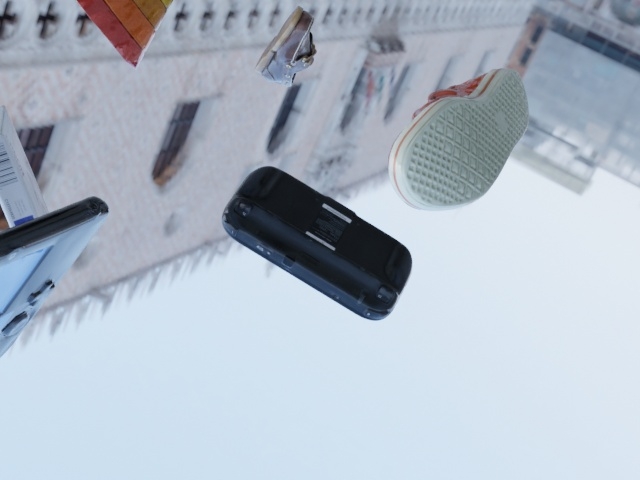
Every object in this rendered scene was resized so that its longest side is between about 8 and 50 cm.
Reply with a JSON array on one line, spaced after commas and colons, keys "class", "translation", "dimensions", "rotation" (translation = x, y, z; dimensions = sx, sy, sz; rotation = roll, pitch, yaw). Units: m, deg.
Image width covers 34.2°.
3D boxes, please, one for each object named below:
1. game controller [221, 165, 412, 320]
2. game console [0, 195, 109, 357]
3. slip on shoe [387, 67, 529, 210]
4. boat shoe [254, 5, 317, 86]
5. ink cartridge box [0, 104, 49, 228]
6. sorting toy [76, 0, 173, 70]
[{"class": "game controller", "translation": [0.000, 0.000, 1.700], "dimensions": [0.319, 0.067, 0.166], "rotation": [32, -137, -1]}, {"class": "game console", "translation": [-0.437, 0.108, 1.206], "dimensions": [0.060, 0.342, 0.386], "rotation": [49, -152, 3]}, {"class": "slip on shoe", "translation": [0.148, -0.116, 1.195], "dimensions": [0.101, 0.123, 0.331], "rotation": [-9, -161, 31]}, {"class": "boat shoe", "translation": [-0.041, -0.295, 1.607], "dimensions": [0.073, 0.073, 0.207], "rotation": [32, 164, -9]}, {"class": "ink cartridge box", "translation": [-0.460, -0.088, 1.586], "dimensions": [0.045, 0.223, 0.224], "rotation": [-19, -155, -8]}, {"class": "sorting toy", "translation": [-0.305, -0.398, 1.372], "dimensions": [0.365, 0.126, 0.127], "rotation": [53, 180, 12]}]
